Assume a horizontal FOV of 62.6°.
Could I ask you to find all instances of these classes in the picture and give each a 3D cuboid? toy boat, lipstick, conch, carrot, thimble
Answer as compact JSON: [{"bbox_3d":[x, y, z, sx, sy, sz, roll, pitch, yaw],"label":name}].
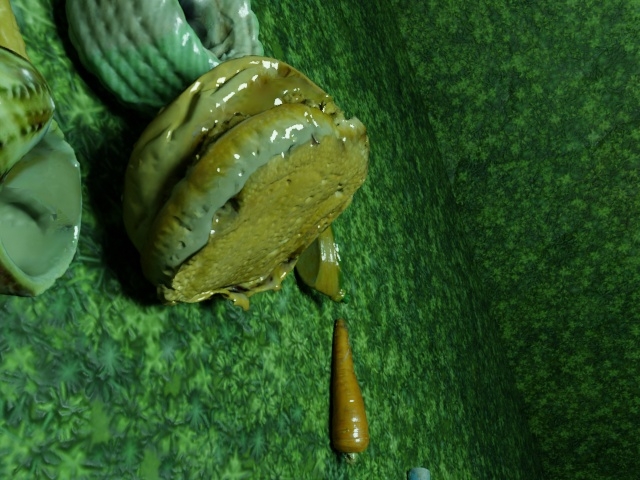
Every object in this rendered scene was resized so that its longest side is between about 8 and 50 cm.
[{"bbox_3d":[0.000,0.000,0.908,0.088,0.088,0.230,4,68,-49],"label":"toy boat"},{"bbox_3d":[0.198,0.544,1.058,0.048,0.048,0.158,54,32,-37],"label":"lipstick"},{"bbox_3d":[-0.244,-0.056,0.361,0.187,0.124,0.182,-60,169,-80],"label":"conch"},{"bbox_3d":[0.046,0.247,0.906,0.061,0.061,0.257,42,38,-49],"label":"carrot"},{"bbox_3d":[-0.177,-0.253,0.615,0.219,0.150,0.219,41,42,-51],"label":"thimble"}]

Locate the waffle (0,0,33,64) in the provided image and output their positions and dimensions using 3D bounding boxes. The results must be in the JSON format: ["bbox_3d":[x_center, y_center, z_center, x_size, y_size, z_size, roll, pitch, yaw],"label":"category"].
[{"bbox_3d":[-0.336,-0.178,0.353,0.274,0.057,0.168,-32,104,-64],"label":"waffle"}]

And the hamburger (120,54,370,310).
[{"bbox_3d":[-0.084,-0.056,0.600,0.158,0.319,0.318,42,17,20],"label":"hamburger"}]
